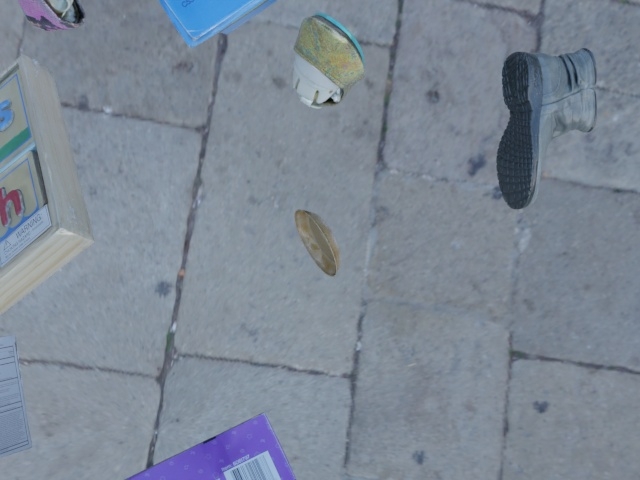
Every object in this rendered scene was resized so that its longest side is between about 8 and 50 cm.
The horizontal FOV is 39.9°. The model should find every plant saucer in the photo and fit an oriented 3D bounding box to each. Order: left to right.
[{"bbox_3d":[0.000,0.000,0.957,0.015,0.083,0.083,-29,85,-17],"label":"plant saucer"}]

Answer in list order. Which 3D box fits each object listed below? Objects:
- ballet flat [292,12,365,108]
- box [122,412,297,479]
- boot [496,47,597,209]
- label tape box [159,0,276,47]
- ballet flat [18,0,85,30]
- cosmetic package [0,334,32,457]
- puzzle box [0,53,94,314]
[{"bbox_3d":[0.004,-0.269,1.407,0.123,0.348,0.123,0,93,2],"label":"ballet flat"},{"bbox_3d":[-0.154,0.235,0.643,0.293,0.201,0.057,-24,67,-10],"label":"box"},{"bbox_3d":[0.361,-0.172,1.352,0.161,0.083,0.247,-4,102,-27],"label":"boot"},{"bbox_3d":[-0.037,-0.299,0.836,0.240,0.334,0.106,-33,104,7],"label":"label tape box"},{"bbox_3d":[-0.299,-0.301,0.895,0.079,0.221,0.077,5,59,17],"label":"ballet flat"},{"bbox_3d":[-0.368,0.146,0.753,0.239,0.060,0.099,-11,85,20],"label":"cosmetic package"},{"bbox_3d":[-0.451,-0.004,1.044,0.409,0.052,0.272,-35,56,18],"label":"puzzle box"}]
